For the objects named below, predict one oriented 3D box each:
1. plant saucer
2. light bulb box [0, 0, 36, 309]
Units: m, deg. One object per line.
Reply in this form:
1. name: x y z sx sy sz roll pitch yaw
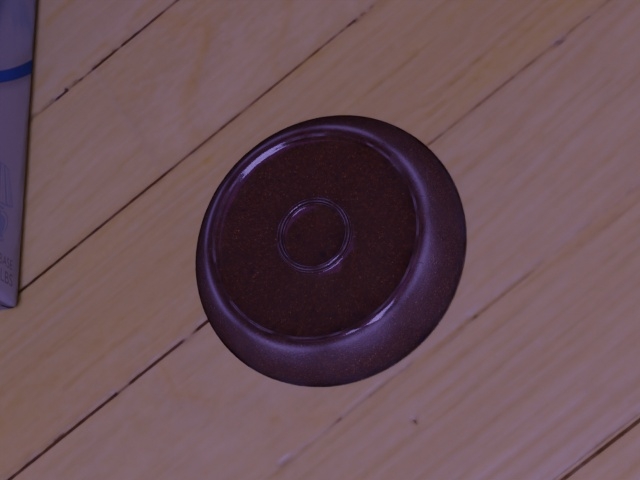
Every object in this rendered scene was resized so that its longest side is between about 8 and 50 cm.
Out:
1. plant saucer: 0.000 0.000 0.700 0.168 0.029 0.168 -5 71 16
2. light bulb box: -0.344 -0.165 0.689 0.225 0.358 0.361 -6 72 15
